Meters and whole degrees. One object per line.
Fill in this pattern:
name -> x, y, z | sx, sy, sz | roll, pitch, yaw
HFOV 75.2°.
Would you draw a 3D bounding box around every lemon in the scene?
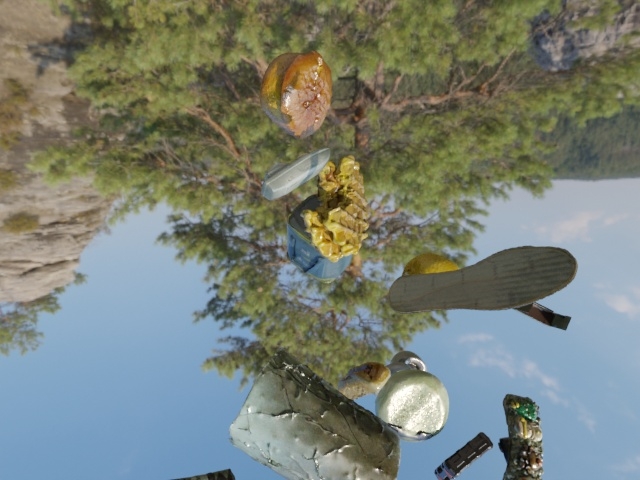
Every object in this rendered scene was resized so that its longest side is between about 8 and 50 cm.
lemon -> 0.350, 0.130, 1.292 | 0.203, 0.178, 0.178 | 21, -174, -19

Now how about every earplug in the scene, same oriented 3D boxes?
earplug -> 0.370, 0.635, 1.967 | 0.175, 0.213, 0.326 | 30, -152, 36

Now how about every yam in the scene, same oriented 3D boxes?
yam -> -0.010, 0.408, 0.895 | 0.348, 0.240, 0.241 | 34, -165, 0

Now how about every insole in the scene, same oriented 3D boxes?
insole -> 0.279, 0.080, 0.773 | 0.349, 0.118, 0.009 | -15, 141, 36

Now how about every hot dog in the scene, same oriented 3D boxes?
hot dog -> 0.114, 0.413, 1.225 | 0.084, 0.073, 0.242 | -37, 173, -37

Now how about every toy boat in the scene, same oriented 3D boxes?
toy boat -> -0.064, -0.203, 1.166 | 0.085, 0.078, 0.261 | 45, -122, 12

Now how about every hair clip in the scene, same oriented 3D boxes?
hair clip -> 0.629, 0.637, 1.266 | 0.139, 0.321, 0.091 | 15, 154, -7

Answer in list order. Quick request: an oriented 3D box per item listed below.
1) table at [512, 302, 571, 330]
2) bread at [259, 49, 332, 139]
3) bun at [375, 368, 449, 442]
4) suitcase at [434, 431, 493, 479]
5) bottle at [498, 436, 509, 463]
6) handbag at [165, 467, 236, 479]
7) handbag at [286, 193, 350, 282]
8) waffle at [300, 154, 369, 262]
table -> 0.767, 0.250, 1.481 | 0.146, 0.062, 0.175 | 26, 178, -2
bread -> -0.079, -0.525, 1.485 | 0.173, 0.311, 0.312 | 22, -159, 24
bun -> 0.352, 0.635, 1.649 | 0.294, 0.292, 0.187 | -2, -175, -8
suitcase -> 0.552, 0.852, 1.619 | 0.206, 0.285, 0.066 | -30, -123, -15
bottle -> 0.711, 0.828, 1.474 | 0.082, 0.244, 0.072 | -30, 146, 29
handbag -> -0.443, 0.916, 1.280 | 0.417, 0.180, 0.316 | 12, -152, -37
handbag -> 0.000, 0.000, 1.566 | 0.263, 0.241, 0.222 | 35, -119, 20
waffle -> 0.054, -0.102, 1.332 | 0.151, 0.261, 0.323 | -3, -128, 25
